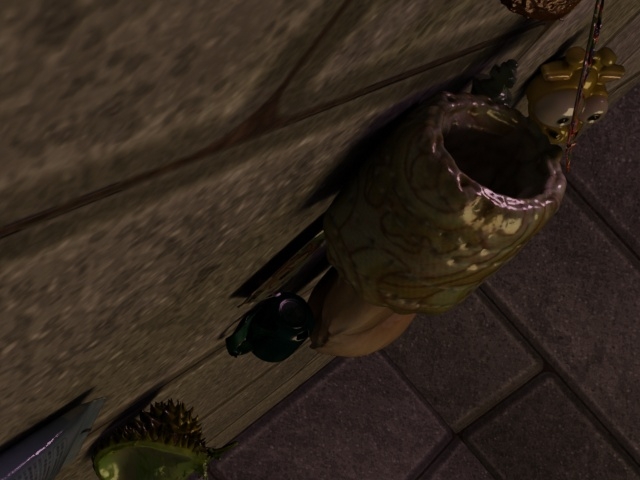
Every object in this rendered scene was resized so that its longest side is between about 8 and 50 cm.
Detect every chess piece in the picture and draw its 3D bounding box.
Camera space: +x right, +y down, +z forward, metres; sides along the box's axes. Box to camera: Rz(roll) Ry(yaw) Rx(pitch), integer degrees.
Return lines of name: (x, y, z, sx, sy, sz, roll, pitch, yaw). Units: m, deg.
chess piece: (0.130, -0.100, 0.857, 0.059, 0.059, 0.149, -33, 165, -46)

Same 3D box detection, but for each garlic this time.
garlic: (0.065, 0.048, 1.108, 0.228, 0.110, 0.217, -49, -176, 42)

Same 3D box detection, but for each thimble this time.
thimble: (0.105, -0.029, 0.787, 0.190, 0.137, 0.143, -13, 151, -46)

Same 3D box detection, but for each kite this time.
kite: (0.232, -0.148, 0.848, 0.198, 0.006, 0.244, 87, 21, -44)
kite: (0.001, 0.001, 0.948, 0.250, 0.012, 0.229, -35, 174, -38)

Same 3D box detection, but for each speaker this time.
speaker: (-0.060, 0.094, 1.051, 0.094, 0.060, 0.075, 5, 147, -27)

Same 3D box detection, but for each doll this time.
doll: (0.266, -0.136, 1.188, 0.117, 0.086, 0.291, -5, 156, -21)

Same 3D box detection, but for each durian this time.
durian: (-0.168, 0.222, 1.020, 0.215, 0.100, 0.086, -39, 178, 42)

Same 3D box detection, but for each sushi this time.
sushi: (0.141, -0.164, 0.596, 0.047, 0.050, 0.099, -56, 175, 39)

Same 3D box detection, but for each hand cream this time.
hand cream: (-0.253, 0.199, 0.684, 0.271, 0.058, 0.091, -36, 160, -53)
